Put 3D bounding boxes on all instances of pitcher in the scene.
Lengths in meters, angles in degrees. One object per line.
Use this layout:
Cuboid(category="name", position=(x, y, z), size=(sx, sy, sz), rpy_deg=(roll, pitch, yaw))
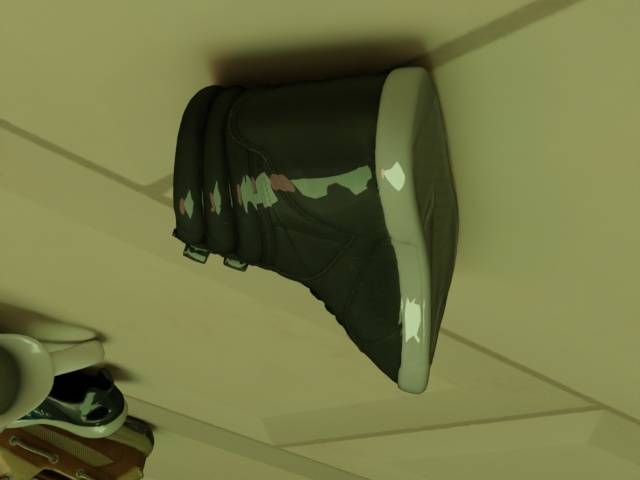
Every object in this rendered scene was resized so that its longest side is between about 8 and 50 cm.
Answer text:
Cuboid(category="pitcher", position=(-0.323, 0.137, 1.085), size=(0.177, 0.126, 0.207), rpy_deg=(-10, 176, -38))

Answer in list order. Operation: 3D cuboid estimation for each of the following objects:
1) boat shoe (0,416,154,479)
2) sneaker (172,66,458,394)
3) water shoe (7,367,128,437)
Cuboid(category="boat shoe", position=(-0.360, 0.245, 1.329), size=(0.324, 0.120, 0.122), rpy_deg=(18, 155, -18))
Cuboid(category="sneaker", position=(0.000, -0.001, 0.656), size=(0.146, 0.105, 0.296), rpy_deg=(6, 151, 14))
Cuboid(category="water shoe", position=(-0.303, 0.155, 1.193), size=(0.203, 0.073, 0.080), rpy_deg=(4, 130, 14))
